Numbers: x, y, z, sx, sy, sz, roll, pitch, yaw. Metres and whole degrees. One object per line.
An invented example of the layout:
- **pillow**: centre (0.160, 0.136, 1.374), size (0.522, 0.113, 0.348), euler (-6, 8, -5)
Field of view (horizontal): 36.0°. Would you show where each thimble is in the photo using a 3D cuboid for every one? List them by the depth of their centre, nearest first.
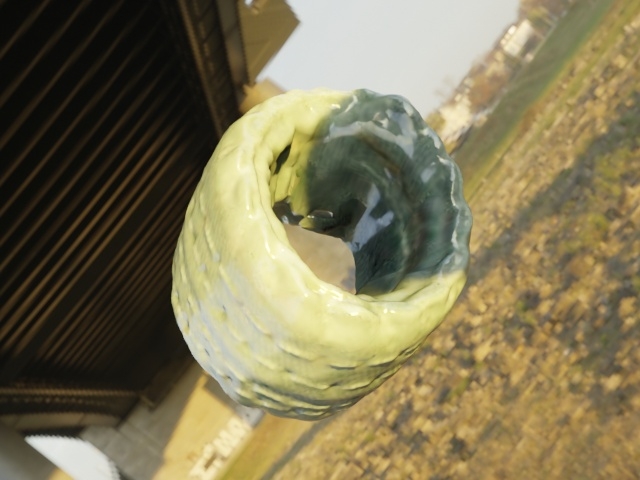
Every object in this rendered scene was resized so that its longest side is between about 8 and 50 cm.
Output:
- **thimble**: centre (0.000, 0.000, 0.749), size (0.172, 0.205, 0.250), euler (121, 161, -50)
